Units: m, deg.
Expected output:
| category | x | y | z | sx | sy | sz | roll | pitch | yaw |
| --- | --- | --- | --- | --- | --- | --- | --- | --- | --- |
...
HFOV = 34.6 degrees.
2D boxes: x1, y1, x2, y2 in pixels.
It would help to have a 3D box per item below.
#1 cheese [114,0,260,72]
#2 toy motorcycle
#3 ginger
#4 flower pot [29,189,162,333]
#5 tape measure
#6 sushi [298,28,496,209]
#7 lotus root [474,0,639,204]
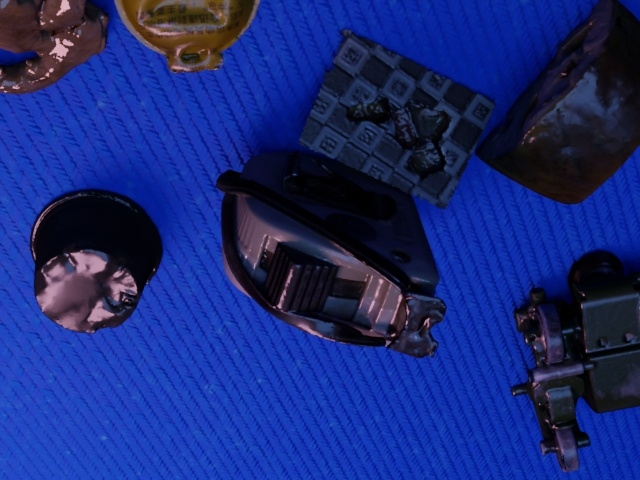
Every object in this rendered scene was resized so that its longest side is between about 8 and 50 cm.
| category | x | y | z | sx | sy | sz | roll | pitch | yaw |
| --- | --- | --- | --- | --- | --- | --- | --- | --- | --- |
| cheese | -0.138 | -0.293 | 1.030 | 0.157 | 0.064 | 0.250 | -6 | 112 | -2 |
| toy motorcycle | 0.352 | 0.154 | 1.317 | 0.205 | 0.127 | 0.275 | -11 | 115 | 2 |
| ginger | -0.287 | -0.226 | 1.000 | 0.149 | 0.065 | 0.258 | -23 | 164 | -9 |
| flower pot | -0.267 | 0.035 | 1.198 | 0.157 | 0.107 | 0.157 | -2 | 124 | -3 |
| tape measure | 0.000 | 0.000 | 1.099 | 0.231 | 0.271 | 0.133 | 13 | 120 | -14 |
| sushi | 0.081 | -0.136 | 1.161 | 0.201 | 0.031 | 0.139 | 24 | 96 | -15 |
| lotus root | 0.284 | -0.137 | 1.130 | 0.119 | 0.138 | 0.235 | 32 | 120 | -11 |
